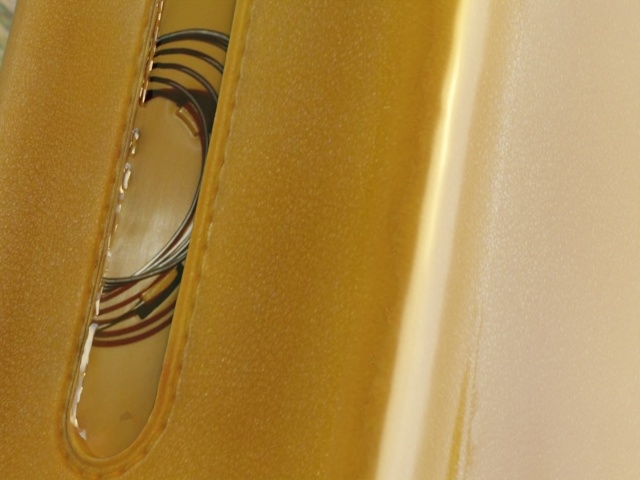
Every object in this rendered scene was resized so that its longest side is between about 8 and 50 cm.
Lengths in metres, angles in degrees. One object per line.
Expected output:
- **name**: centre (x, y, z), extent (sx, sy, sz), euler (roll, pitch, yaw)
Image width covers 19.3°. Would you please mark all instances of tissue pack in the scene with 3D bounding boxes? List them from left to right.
- **tissue pack**: centre (0.000, 0.000, 0.533), extent (0.145, 0.194, 0.274), euler (31, 59, -42)
